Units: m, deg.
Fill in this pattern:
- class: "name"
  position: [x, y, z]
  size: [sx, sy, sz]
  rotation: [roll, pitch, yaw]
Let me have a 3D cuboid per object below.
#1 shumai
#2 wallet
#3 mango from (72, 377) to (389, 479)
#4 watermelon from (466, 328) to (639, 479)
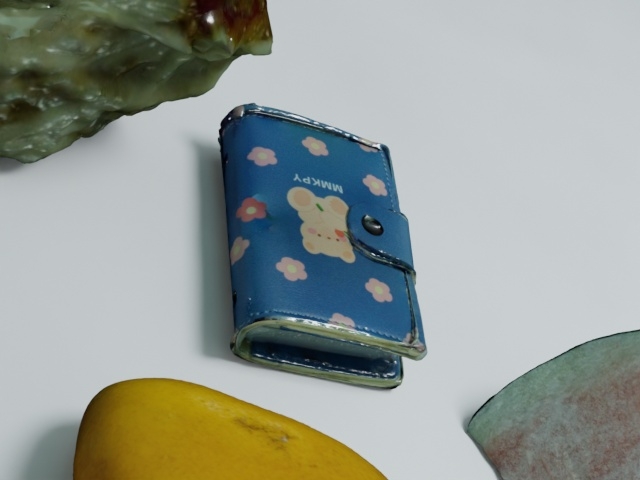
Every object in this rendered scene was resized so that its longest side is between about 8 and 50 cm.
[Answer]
- class: "shumai"
  position: [-0.168, -0.178, 0.674]
  size: [0.260, 0.222, 0.225]
  rotation: [-2, 73, -39]
- class: "wallet"
  position: [0.000, -0.001, 0.764]
  size: [0.141, 0.059, 0.202]
  rotation: [16, 42, -24]
- class: "mango"
  position: [-0.039, 0.147, 0.554]
  size: [0.219, 0.112, 0.145]
  rotation: [35, 38, 19]
- class: "watermelon"
  position: [0.212, 0.162, 0.761]
  size: [0.207, 0.136, 0.202]
  rotation: [41, 72, -35]
